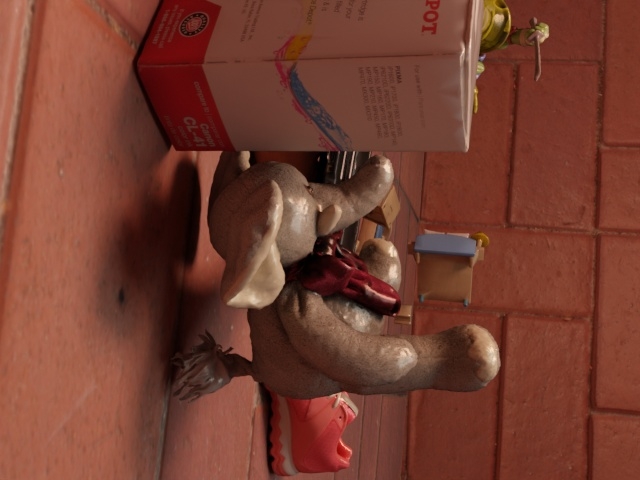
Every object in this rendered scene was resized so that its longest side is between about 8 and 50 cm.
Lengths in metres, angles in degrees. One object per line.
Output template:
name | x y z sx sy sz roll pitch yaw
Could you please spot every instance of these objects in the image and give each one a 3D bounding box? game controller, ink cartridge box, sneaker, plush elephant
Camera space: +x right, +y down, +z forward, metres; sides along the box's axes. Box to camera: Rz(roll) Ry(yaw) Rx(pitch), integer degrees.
game controller | 0.024 -0.101 1.107 0.166 0.067 0.320 23 76 -71
ink cartridge box | 0.003 -0.206 0.827 0.131 0.306 0.226 77 21 -51
sneaker | -0.009 0.227 1.262 0.116 0.136 0.314 -66 156 -60
plush elephant | -0.012 0.018 0.858 0.272 0.329 0.256 -122 -156 -57

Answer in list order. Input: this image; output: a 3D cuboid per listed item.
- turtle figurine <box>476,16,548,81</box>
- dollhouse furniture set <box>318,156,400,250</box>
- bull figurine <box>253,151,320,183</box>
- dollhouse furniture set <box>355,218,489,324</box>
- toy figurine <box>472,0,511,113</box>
turtle figurine | 0.291 -0.400 1.392 0.274 0.197 0.267 -26 124 -70
dollhouse furniture set | 0.000 0.000 1.351 0.242 0.160 0.212 -60 160 -13
bull figurine | -0.038 -0.175 1.090 0.188 0.101 0.311 -74 173 -50
dollhouse furniture set | 0.256 0.055 2.014 0.198 0.303 0.287 -73 161 -44
toy figurine | 0.051 -0.306 1.154 0.217 0.362 0.191 -7 120 -51
